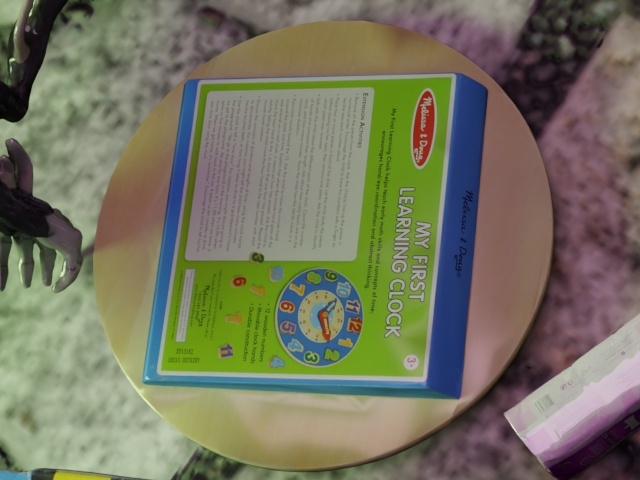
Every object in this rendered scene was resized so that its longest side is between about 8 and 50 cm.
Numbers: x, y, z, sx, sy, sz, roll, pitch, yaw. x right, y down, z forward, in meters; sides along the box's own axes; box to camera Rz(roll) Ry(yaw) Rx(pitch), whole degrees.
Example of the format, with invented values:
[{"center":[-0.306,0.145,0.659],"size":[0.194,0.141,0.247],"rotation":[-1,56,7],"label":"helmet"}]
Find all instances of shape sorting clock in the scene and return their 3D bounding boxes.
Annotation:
[{"center":[0.000,0.000,0.859],"size":[0.206,0.040,0.206],"rotation":[-7,68,17],"label":"shape sorting clock"}]

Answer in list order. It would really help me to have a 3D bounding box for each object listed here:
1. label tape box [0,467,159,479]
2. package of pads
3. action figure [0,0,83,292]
[{"center":[-0.027,0.222,0.766],"size":[0.333,0.106,0.241],"rotation":[5,76,21],"label":"label tape box"},{"center":[0.118,0.061,0.793],"size":[0.083,0.050,0.032],"rotation":[-37,65,5],"label":"package of pads"},{"center":[-0.184,-0.026,0.883],"size":[0.164,0.141,0.276],"rotation":[14,64,21],"label":"action figure"}]
